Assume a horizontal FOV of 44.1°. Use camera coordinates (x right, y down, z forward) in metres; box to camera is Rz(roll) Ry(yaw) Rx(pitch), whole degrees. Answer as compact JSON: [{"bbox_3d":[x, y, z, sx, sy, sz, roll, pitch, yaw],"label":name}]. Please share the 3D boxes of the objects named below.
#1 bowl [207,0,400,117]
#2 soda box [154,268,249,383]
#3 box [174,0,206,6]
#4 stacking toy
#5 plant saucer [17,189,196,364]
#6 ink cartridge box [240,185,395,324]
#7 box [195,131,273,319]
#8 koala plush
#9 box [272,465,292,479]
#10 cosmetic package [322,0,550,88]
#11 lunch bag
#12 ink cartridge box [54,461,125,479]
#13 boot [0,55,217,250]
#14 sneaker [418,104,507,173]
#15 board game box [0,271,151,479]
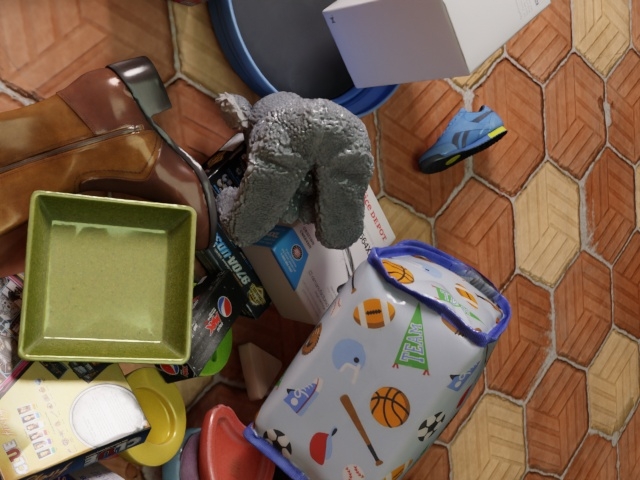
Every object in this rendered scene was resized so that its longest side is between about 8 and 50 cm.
[{"bbox_3d":[-0.002,-0.376,1.199,0.391,0.077,0.390,-5,98,-40],"label":"bowl"},{"bbox_3d":[-0.159,0.110,1.040,0.060,0.053,0.169,61,32,-21],"label":"soda box"},{"bbox_3d":[-0.140,-0.381,0.959,0.128,0.257,0.122,6,88,-41],"label":"box"},{"bbox_3d":[-0.195,0.230,1.104,0.309,0.130,0.279,49,37,-35],"label":"stacking toy"},{"bbox_3d":[-0.244,0.047,0.911,0.189,0.045,0.188,5,79,-23],"label":"plant saucer"},{"bbox_3d":[0.000,0.000,1.161,0.203,0.086,0.148,-46,122,-28],"label":"ink cartridge box"},{"bbox_3d":[-0.106,-0.021,1.158,0.175,0.051,0.220,-49,123,-27],"label":"box"},{"bbox_3d":[-0.039,-0.127,1.047,0.196,0.221,0.203,4,123,-20],"label":"koala plush"},{"bbox_3d":[-0.035,0.429,1.235,0.156,0.093,0.158,46,66,-33],"label":"box"},{"bbox_3d":[0.169,-0.339,1.150,0.225,0.224,0.138,-41,119,-30],"label":"cosmetic package"},{"bbox_3d":[0.108,0.179,1.163,0.327,0.239,0.385,-55,163,15],"label":"lunch bag"},{"bbox_3d":[-0.293,0.299,0.924,0.046,0.207,0.097,-6,98,-40],"label":"ink cartridge box"},{"bbox_3d":[-0.284,-0.057,0.946,0.281,0.096,0.264,-29,113,-24],"label":"boot"},{"bbox_3d":[0.247,-0.189,1.450,0.209,0.069,0.082,-28,79,-27],"label":"sneaker"},{"bbox_3d":[-0.320,0.146,0.889,0.165,0.042,0.243,-15,60,-36],"label":"board game box"}]
